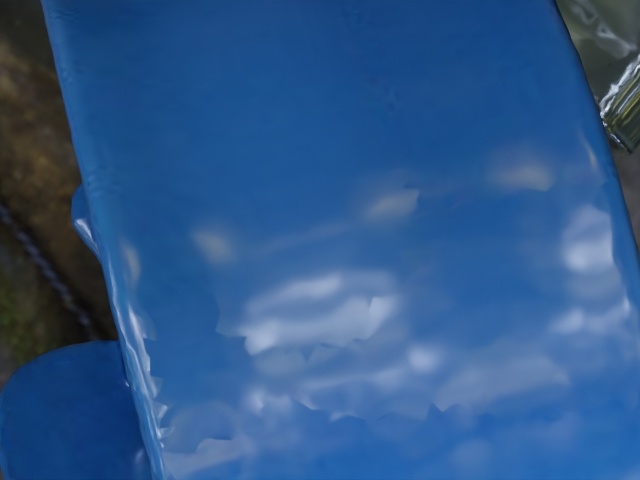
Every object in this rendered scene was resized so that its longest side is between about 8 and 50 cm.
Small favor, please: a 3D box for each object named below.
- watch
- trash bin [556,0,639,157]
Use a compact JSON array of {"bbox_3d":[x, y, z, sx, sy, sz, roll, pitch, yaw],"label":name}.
[{"bbox_3d":[0.000,0.000,0.545,0.241,0.305,0.274,-15,149,-8],"label":"watch"},{"bbox_3d":[0.130,-0.171,0.653,0.164,0.122,0.240,41,95,1],"label":"trash bin"}]
